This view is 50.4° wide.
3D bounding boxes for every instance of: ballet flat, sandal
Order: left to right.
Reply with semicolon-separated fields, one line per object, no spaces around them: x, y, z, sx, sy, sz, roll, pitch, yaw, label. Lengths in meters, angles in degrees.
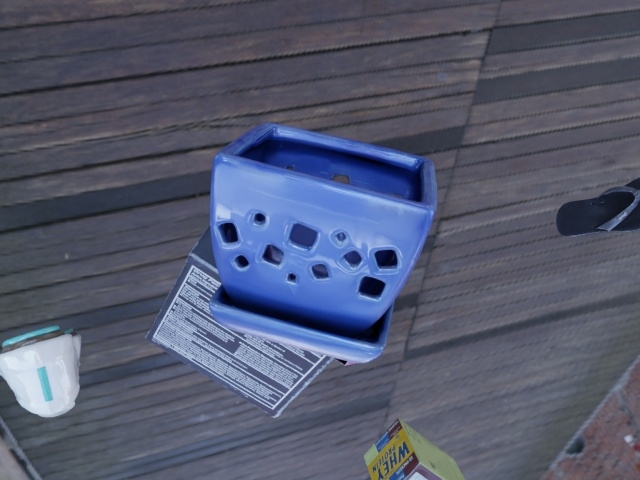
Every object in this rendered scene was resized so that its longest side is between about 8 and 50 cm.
-0.430;0.207;1.056;0.139;0.139;0.400;-6;174;-21;ballet flat
0.548;-0.056;1.280;0.055;0.097;0.254;11;159;-31;sandal

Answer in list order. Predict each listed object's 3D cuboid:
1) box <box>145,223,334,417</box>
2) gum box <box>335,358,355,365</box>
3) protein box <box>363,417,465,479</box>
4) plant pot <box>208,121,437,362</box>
-0.113;0.123;1.220;0.296;0.182;0.294;33;136;-5;box
0.002;0.214;1.568;0.062;0.188;0.107;-62;164;0;gum box
0.238;0.576;1.631;0.201;0.200;0.136;39;97;-16;protein box
0.000;0.000;0.806;0.236;0.236;0.212;13;110;5;plant pot
